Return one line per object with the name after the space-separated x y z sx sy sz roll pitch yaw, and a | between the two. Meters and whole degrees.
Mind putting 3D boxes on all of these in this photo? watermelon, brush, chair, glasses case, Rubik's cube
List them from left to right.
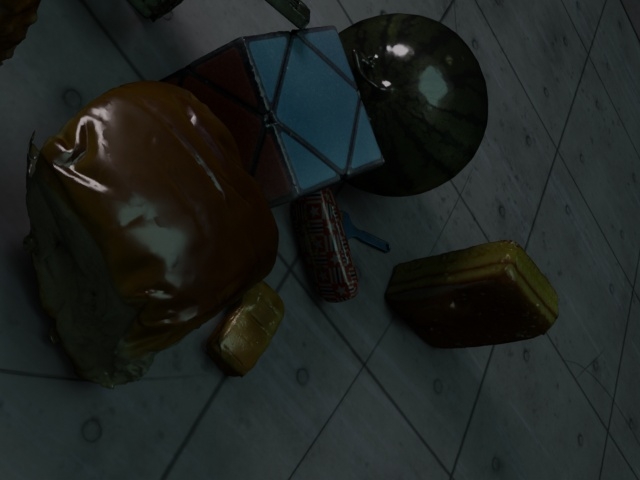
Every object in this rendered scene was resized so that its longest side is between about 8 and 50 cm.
-0.157 -0.328 1.011 0.270 0.147 0.136 44 16 -17 | chair
-0.075 -0.148 1.066 0.205 0.207 0.205 -26 97 -51 | Rubik's cube
0.000 0.000 1.210 0.049 0.073 0.194 -15 89 -51 | glasses case
0.066 -0.010 1.340 0.164 0.014 0.051 24 61 -45 | brush
0.115 -0.205 1.238 0.359 0.279 0.278 4 74 -75 | watermelon

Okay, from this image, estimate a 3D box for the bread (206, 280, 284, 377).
-0.098 0.115 1.071 0.074 0.053 0.132 53 45 -24 | bread

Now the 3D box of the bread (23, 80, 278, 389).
-0.190 -0.015 0.870 0.250 0.225 0.279 -40 105 -50 | bread

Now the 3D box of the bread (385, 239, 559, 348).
0.255 0.101 1.356 0.184 0.234 0.110 45 44 -33 | bread

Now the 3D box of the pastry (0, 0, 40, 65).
-0.349 -0.319 0.658 0.293 0.405 0.337 13 69 -31 | pastry
